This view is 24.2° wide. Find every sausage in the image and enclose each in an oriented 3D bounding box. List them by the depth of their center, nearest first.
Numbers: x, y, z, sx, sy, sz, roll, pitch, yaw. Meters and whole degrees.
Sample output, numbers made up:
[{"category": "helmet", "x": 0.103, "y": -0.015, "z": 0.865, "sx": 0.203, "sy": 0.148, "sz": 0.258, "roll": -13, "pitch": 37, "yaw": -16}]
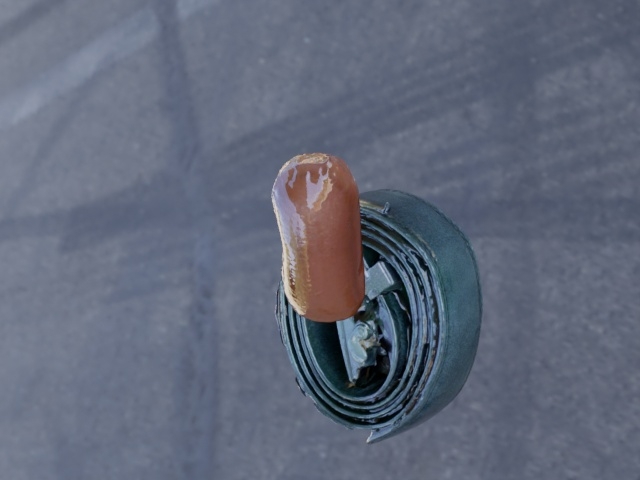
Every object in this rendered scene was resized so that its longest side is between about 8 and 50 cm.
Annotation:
[{"category": "sausage", "x": 0.000, "y": 0.000, "z": 1.322, "sx": 0.077, "sy": 0.077, "sz": 0.194, "roll": -107, "pitch": 8, "yaw": -46}]

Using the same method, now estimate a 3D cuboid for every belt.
[{"category": "belt", "x": 0.063, "y": 0.081, "z": 1.531, "sx": 0.206, "sy": 0.116, "sz": 0.267, "roll": 12, "pitch": 110, "yaw": 34}]
